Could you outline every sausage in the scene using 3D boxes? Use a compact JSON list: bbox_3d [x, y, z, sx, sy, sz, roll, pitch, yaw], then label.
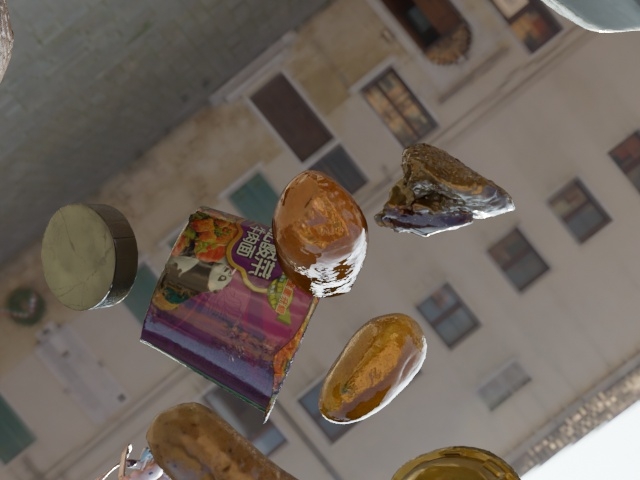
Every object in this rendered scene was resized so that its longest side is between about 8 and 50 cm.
[{"bbox_3d":[-0.062,0.422,1.789,0.123,0.501,0.136,-37,-158,51],"label":"sausage"},{"bbox_3d":[0.000,0.000,1.080,0.098,0.098,0.238,-40,171,-10],"label":"sausage"}]

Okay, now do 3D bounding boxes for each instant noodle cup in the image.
[{"bbox_3d":[-0.106,0.080,1.458,0.251,0.190,0.251,23,90,-89],"label":"instant noodle cup"}]

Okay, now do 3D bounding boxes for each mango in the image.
[{"bbox_3d":[0.076,0.190,1.707,0.227,0.109,0.147,-38,166,-43],"label":"mango"}]

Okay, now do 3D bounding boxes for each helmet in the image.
[{"bbox_3d":[0.168,0.403,1.650,0.257,0.205,0.140,-9,170,36],"label":"helmet"}]

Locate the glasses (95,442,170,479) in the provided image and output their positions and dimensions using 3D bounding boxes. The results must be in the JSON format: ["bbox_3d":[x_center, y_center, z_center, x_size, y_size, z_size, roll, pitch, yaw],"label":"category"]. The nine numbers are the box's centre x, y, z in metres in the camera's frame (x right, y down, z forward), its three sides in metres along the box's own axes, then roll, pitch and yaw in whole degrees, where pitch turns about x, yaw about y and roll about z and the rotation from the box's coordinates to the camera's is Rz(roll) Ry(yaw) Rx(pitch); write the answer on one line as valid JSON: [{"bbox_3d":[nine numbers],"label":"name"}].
[{"bbox_3d":[-0.277,0.356,1.897,0.162,0.095,0.255,-39,167,8],"label":"glasses"}]

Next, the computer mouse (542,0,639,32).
[{"bbox_3d":[0.231,-0.381,1.122,0.228,0.429,0.145,-32,-162,35],"label":"computer mouse"}]

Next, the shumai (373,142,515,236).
[{"bbox_3d":[0.136,-0.044,1.198,0.139,0.123,0.105,-23,138,-48],"label":"shumai"}]

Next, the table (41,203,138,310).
[{"bbox_3d":[-0.290,0.020,1.434,0.133,0.133,0.043,-38,162,31],"label":"table"}]

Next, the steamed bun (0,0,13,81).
[{"bbox_3d":[-0.504,-0.258,1.297,0.301,0.252,0.199,73,27,-54],"label":"steamed bun"}]
